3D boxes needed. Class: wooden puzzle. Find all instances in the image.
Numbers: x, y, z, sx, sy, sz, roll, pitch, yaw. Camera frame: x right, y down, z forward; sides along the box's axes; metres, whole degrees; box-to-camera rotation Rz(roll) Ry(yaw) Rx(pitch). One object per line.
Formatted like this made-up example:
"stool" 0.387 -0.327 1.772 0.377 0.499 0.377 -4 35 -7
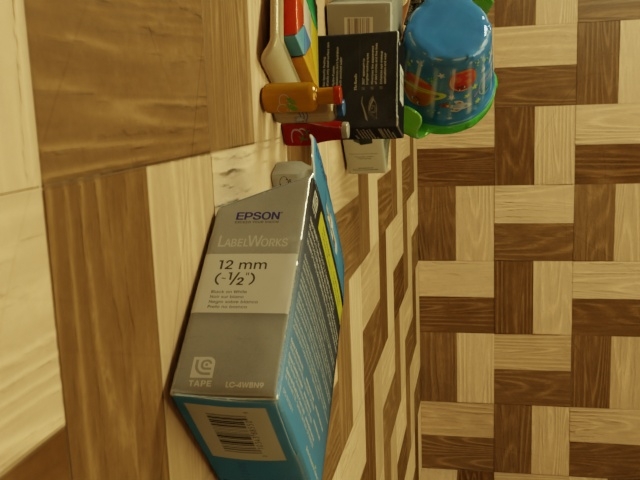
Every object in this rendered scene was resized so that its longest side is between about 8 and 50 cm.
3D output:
"wooden puzzle" -0.033 -0.315 1.136 0.221 0.044 0.239 59 33 -69

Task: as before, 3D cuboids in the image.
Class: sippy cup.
"sippy cup" 0.256 -0.373 1.608 0.224 0.240 0.306 80 4 -67

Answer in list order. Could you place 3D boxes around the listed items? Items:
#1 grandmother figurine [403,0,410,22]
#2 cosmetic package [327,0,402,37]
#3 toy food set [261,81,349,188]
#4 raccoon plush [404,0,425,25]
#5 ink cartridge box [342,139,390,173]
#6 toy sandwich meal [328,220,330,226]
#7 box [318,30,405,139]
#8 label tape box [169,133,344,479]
"grandmother figurine" 0.154 -0.478 1.819 0.342 0.104 0.208 77 -3 -73
"cosmetic package" 0.093 -0.434 1.543 0.238 0.127 0.107 -58 147 -66
"toy food set" -0.008 -0.124 1.105 0.111 0.104 0.232 -72 158 -56
"raccoon plush" 0.178 -0.659 2.019 0.446 0.216 0.299 -26 135 -45
"ink cartridge box" 0.093 -0.265 1.631 0.153 0.086 0.208 -79 164 -44
"toy sandwich meal" 0.000 0.000 1.338 0.085 0.029 0.086 -1 90 -83
"box" 0.056 -0.250 1.282 0.093 0.158 0.156 23 68 -76
"label tape box" -0.051 0.087 0.895 0.249 0.115 0.348 77 15 -49
